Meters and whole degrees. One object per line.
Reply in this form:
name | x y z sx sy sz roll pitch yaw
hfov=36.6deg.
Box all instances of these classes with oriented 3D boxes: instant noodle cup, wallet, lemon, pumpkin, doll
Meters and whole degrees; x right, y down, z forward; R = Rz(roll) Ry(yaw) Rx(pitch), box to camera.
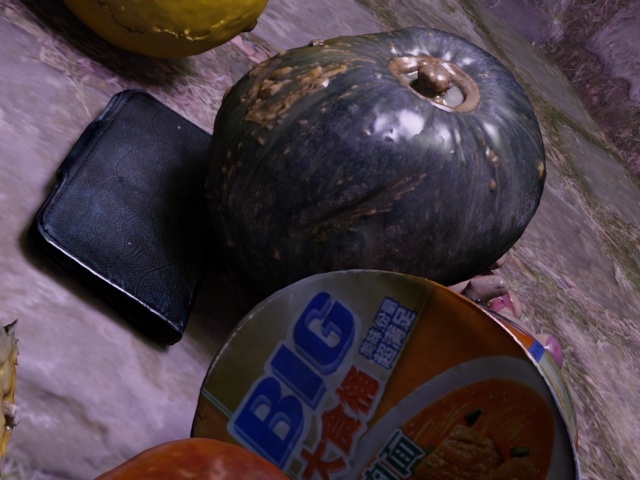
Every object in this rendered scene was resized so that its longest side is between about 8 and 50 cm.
instant noodle cup | 0.074 0.162 0.772 0.296 0.296 0.214 52 18 14
wallet | -0.169 -0.040 0.946 0.172 0.045 0.318 36 30 -16
lemon | -0.188 -0.360 1.126 0.297 0.297 0.297 35 27 -21
pumpkin | 0.042 -0.072 0.939 0.328 0.257 0.291 -4 44 -29
doll | 0.196 0.132 1.119 0.196 0.152 0.255 26 39 -31

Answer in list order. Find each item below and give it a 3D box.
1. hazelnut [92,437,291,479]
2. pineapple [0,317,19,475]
hazelnut | -0.078 0.214 0.572 0.182 0.182 0.182 35 27 -21
pineapple | -0.304 0.110 0.409 0.344 0.286 0.209 90 -4 -73
